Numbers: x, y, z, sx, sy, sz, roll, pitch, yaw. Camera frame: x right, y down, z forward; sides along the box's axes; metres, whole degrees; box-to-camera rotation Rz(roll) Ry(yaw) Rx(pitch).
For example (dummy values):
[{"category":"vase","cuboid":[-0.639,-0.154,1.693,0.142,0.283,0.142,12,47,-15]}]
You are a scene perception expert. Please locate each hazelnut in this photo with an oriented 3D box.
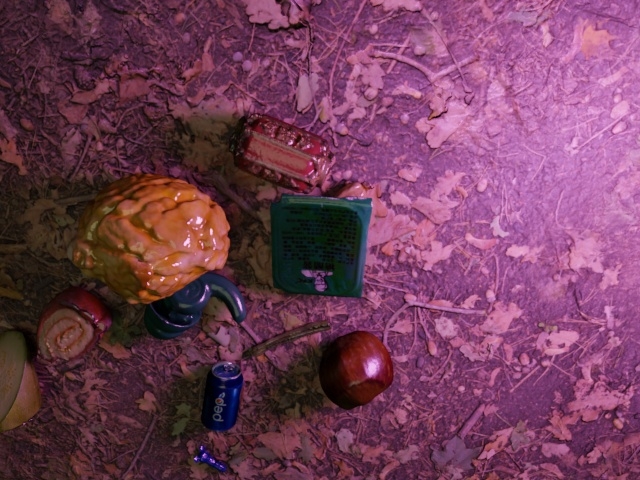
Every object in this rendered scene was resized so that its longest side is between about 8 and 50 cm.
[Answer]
[{"category":"hazelnut","cuboid":[0.098,0.383,1.475,0.234,0.218,0.218,-34,103,12]}]

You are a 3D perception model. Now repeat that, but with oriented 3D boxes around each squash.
[{"category":"squash","cuboid":[-0.997,0.440,1.549,0.189,0.189,0.260,-3,111,3]}]

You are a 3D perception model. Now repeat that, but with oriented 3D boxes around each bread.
[{"category":"bread","cuboid":[-0.767,0.262,1.517,0.244,0.123,0.190,-43,99,13]}]

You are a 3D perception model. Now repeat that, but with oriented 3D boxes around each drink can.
[{"category":"drink can","cuboid":[-0.312,0.495,1.571,0.118,0.118,0.204,11,108,-1]}]

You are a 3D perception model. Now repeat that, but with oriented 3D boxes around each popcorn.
[{"category":"popcorn","cuboid":[-0.446,-0.018,1.296,0.390,0.344,0.353,-28,75,16]}]

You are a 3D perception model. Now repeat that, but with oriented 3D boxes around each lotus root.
[{"category":"lotus root","cuboid":[0.082,-0.120,1.394,0.150,0.062,0.073,-35,79,13]}]

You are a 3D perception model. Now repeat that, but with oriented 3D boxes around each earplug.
[{"category":"earplug","cuboid":[-0.395,0.203,1.489,0.257,0.163,0.280,24,124,-42]}]

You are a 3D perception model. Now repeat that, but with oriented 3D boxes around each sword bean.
[{"category":"sword bean","cuboid":[-0.094,0.303,1.546,0.269,0.038,0.043,-23,80,9]}]

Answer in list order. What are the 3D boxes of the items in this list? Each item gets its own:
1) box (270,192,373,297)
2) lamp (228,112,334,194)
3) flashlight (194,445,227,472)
[{"category":"box","cuboid":[0.000,0.000,1.378,0.264,0.106,0.336,5,127,3]},{"category":"lamp","cuboid":[-0.104,-0.230,1.318,0.274,0.177,0.177,21,107,-6]},{"category":"flashlight","cuboid":[-0.376,0.758,1.698,0.121,0.057,0.035,39,140,-16]}]
